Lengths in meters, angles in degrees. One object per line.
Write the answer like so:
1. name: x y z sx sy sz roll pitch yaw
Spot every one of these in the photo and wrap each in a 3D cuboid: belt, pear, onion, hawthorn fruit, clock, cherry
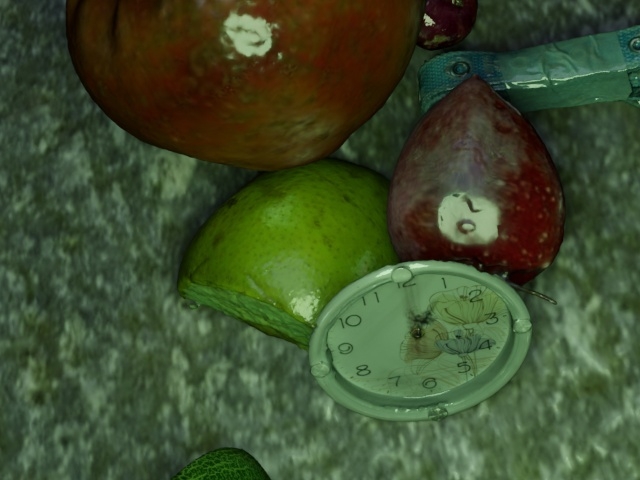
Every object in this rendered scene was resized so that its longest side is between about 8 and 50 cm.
1. belt: 0.261 -0.185 1.811 0.302 0.087 0.072 -7 53 10
2. pear: -0.004 -0.003 1.776 0.288 0.139 0.239 23 66 20
3. onion: 0.138 -0.279 1.873 0.107 0.097 0.107 8 74 -29
4. hawthorn fruit: -0.069 -0.254 1.761 0.403 0.403 0.402 -5 66 11
5. clock: 0.102 0.097 1.656 0.236 0.236 0.053 -15 40 7
6. cherry: 0.169 -0.055 1.706 0.192 0.175 0.249 -1 94 26

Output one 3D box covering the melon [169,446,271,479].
1. melon: -0.126 0.341 1.628 0.129 0.169 0.265 31 79 22
